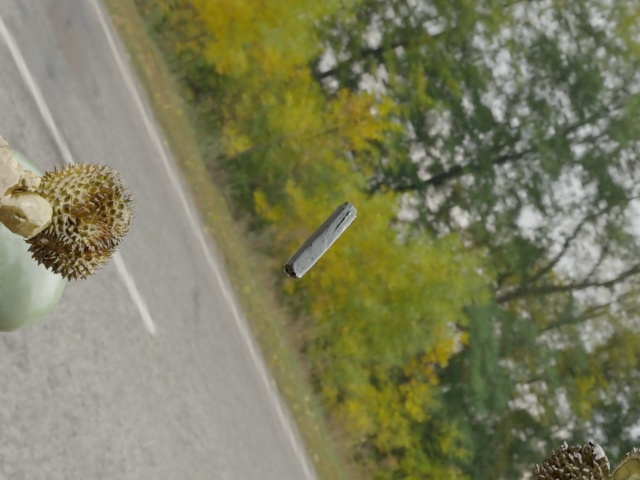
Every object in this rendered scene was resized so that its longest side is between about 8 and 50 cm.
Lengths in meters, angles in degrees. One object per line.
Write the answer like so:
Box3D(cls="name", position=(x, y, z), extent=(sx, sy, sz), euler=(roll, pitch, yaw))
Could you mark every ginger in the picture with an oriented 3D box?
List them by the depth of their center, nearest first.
Box3D(cls="ginger", position=(-0.338, -0.039, 0.893), extent=(0.193, 0.176, 0.052), euler=(52, -19, -25))

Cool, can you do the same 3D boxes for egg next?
Box3D(cls="egg", position=(-0.578, -0.001, 1.902), extent=(0.258, 0.258, 0.352), euler=(-103, -178, -62))

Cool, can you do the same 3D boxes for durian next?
Box3D(cls="durian", position=(0.344, 0.311, 1.280), extent=(0.196, 0.167, 0.196), euler=(25, 1, 0))
Box3D(cls="durian", position=(-0.317, -0.028, 1.393), extent=(0.137, 0.158, 0.168), euler=(43, 41, 8))

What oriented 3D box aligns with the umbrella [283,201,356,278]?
Box3D(cls="umbrella", position=(-0.001, 0.000, 1.446), extent=(0.036, 0.133, 0.031), euler=(31, -21, 38))
